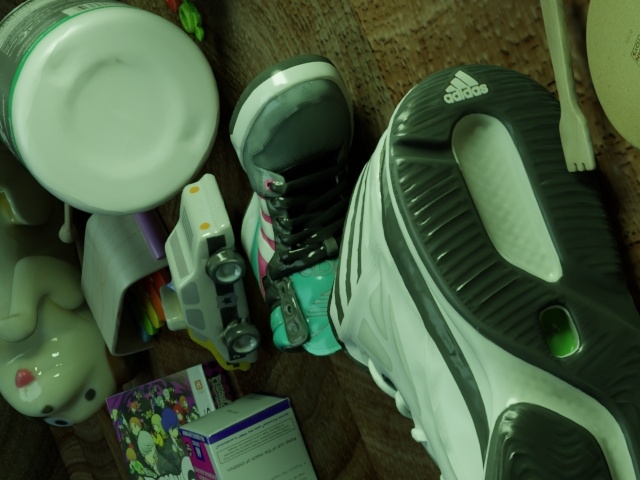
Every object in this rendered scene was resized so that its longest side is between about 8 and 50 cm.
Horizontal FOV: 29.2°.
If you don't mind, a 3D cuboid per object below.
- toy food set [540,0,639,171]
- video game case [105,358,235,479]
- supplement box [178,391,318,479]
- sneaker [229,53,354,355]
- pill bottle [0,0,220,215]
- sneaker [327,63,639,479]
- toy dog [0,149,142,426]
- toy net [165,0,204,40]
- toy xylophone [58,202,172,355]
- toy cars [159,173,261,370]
[{"bbox_3d":[0.185,-0.097,0.645,0.192,0.039,0.132,-172,70,-70],"label":"toy food set"},{"bbox_3d":[-0.183,0.284,1.651,0.232,0.042,0.210,-22,83,44],"label":"video game case"},{"bbox_3d":[-0.067,0.303,1.442,0.111,0.114,0.220,-8,104,66],"label":"supplement box"},{"bbox_3d":[0.000,0.000,1.009,0.295,0.124,0.178,92,154,-58],"label":"sneaker"},{"bbox_3d":[-0.254,-0.161,1.320,0.361,0.204,0.204,-147,41,-64],"label":"pill bottle"},{"bbox_3d":[0.132,0.124,0.837,0.257,0.169,0.447,136,119,-75],"label":"sneaker"},{"bbox_3d":[-0.471,0.107,1.933,0.408,0.285,0.395,60,-173,3],"label":"toy dog"},{"bbox_3d":[-0.151,-0.307,1.194,0.232,0.045,0.122,58,161,28],"label":"toy net"},{"bbox_3d":[-0.287,0.032,1.732,0.236,0.081,0.322,64,157,12],"label":"toy xylophone"},{"bbox_3d":[-0.124,0.052,1.269,0.393,0.087,0.176,121,133,-80],"label":"toy cars"}]
